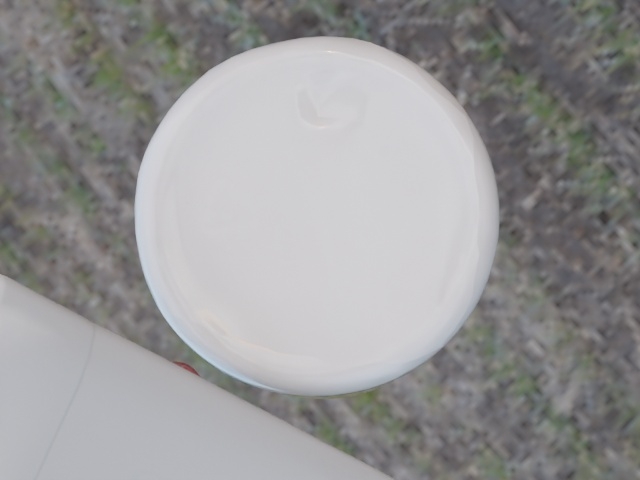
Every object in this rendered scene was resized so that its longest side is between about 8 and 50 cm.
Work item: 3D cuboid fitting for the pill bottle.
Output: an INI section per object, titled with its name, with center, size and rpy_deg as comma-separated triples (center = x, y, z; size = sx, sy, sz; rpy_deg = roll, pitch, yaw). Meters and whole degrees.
[pill bottle]
center = 0.000, 0.000, 0.672
size = 0.117, 0.117, 0.208
rpy_deg = 48, 178, 4

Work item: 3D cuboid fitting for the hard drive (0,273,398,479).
[hard drive]
center = -0.022, 0.184, 0.579
size = 0.353, 0.233, 0.047
rpy_deg = 32, 167, -37

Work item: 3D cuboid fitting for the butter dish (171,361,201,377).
[butter dish]
center = -0.112, 0.156, 0.968
size = 0.160, 0.160, 0.118
rpy_deg = 73, 173, -65
